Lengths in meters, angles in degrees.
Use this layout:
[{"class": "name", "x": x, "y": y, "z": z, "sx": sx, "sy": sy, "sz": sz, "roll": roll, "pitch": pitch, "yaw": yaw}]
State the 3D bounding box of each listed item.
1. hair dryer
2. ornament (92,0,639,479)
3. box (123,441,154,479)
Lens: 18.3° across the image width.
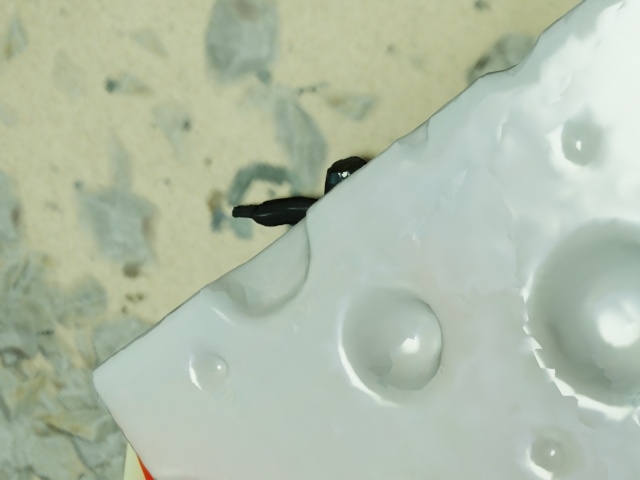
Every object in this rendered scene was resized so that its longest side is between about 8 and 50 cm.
[{"class": "hair dryer", "x": 0.000, "y": 0.000, "z": 0.847, "sx": 0.083, "sy": 0.031, "sz": 0.079, "roll": 7, "pitch": 124, "yaw": 39}, {"class": "ornament", "x": 0.125, "y": 0.054, "z": 0.649, "sx": 0.240, "sy": 0.239, "sz": 0.240, "roll": -37, "pitch": 85, "yaw": 28}, {"class": "box", "x": -0.066, "y": 0.127, "z": 0.936, "sx": 0.058, "sy": 0.015, "sz": 0.093, "roll": 21, "pitch": 120, "yaw": 20}]
